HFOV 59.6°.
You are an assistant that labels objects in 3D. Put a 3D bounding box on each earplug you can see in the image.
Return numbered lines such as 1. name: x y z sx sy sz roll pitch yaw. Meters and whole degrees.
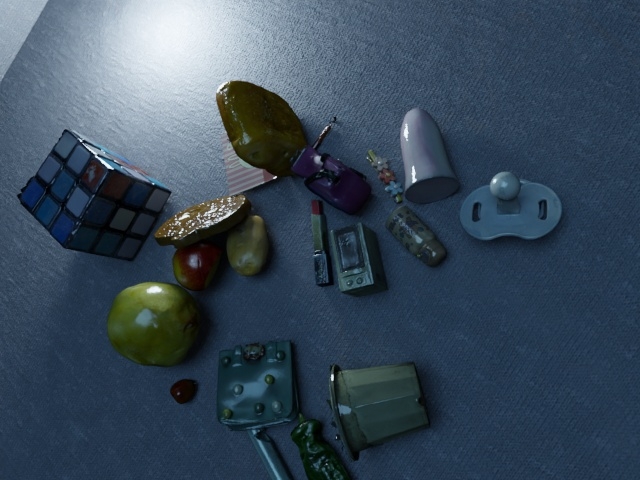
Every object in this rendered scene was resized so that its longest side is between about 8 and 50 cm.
1. earplug: 0.329 -0.290 1.793 0.172 0.172 0.302 -16 65 20

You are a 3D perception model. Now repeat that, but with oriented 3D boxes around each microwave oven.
1. microwave oven: 0.117 0.067 1.787 0.129 0.163 0.205 -16 71 19

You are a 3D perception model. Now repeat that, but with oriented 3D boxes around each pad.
1. pad: -0.275 -0.323 2.109 0.202 0.005 0.300 -19 62 14

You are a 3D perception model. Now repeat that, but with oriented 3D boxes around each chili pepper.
1. chili pepper: -0.010 0.667 1.740 0.136 0.099 0.271 -43 68 36

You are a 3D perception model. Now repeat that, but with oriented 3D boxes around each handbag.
1. handbag: -0.215 0.472 1.837 0.268 0.100 0.274 -10 62 12

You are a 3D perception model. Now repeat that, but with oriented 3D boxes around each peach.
1. peach: -0.583 0.286 1.976 0.315 0.314 0.282 -32 26 40
2. peach: -0.433 0.088 2.013 0.192 0.190 0.191 -4 76 21

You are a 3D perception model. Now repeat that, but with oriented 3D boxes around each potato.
1. potato: -0.258 0.018 1.980 0.150 0.146 0.234 2 54 -6

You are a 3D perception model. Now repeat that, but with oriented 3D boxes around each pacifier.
1. pacifier: 0.545 -0.121 1.614 0.286 0.226 0.239 3 60 23

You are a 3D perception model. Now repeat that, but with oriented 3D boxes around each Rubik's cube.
1. Rubik's cube: -0.867 -0.161 2.174 0.358 0.363 0.362 32 90 29

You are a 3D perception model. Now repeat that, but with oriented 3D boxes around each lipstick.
1. lipstick: 0.000 0.000 1.917 0.051 0.051 0.313 -12 72 22

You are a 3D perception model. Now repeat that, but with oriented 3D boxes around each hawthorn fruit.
1. hawthorn fruit: -0.486 0.533 1.997 0.093 0.081 0.081 -36 62 -20

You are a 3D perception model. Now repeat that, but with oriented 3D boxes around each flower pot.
1. flower pot: 0.174 0.477 1.621 0.258 0.290 0.291 -14 72 9

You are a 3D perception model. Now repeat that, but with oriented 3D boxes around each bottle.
1. bottle: 0.301 -0.007 1.753 0.209 0.110 0.097 48 130 26

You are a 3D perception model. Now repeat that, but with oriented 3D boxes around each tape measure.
1. tape measure: 0.047 -0.198 1.836 0.231 0.245 0.149 35 91 43

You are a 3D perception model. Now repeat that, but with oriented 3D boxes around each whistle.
1. whistle: -0.163 0.707 1.815 0.062 0.062 0.312 -39 66 11

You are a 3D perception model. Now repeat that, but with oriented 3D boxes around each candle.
1. candle: 0.008 -0.377 2.021 0.167 0.021 0.026 -52 43 6

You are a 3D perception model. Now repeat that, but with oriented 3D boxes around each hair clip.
1. hair clip: 0.218 -0.221 1.873 0.062 0.056 0.214 -23 65 -18

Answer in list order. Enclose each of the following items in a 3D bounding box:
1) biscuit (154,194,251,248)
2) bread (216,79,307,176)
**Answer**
1. biscuit: -0.427 -0.059 2.012 0.367 0.314 0.063 -11 118 23
2. bread: -0.192 -0.400 1.942 0.148 0.328 0.337 -33 63 26
